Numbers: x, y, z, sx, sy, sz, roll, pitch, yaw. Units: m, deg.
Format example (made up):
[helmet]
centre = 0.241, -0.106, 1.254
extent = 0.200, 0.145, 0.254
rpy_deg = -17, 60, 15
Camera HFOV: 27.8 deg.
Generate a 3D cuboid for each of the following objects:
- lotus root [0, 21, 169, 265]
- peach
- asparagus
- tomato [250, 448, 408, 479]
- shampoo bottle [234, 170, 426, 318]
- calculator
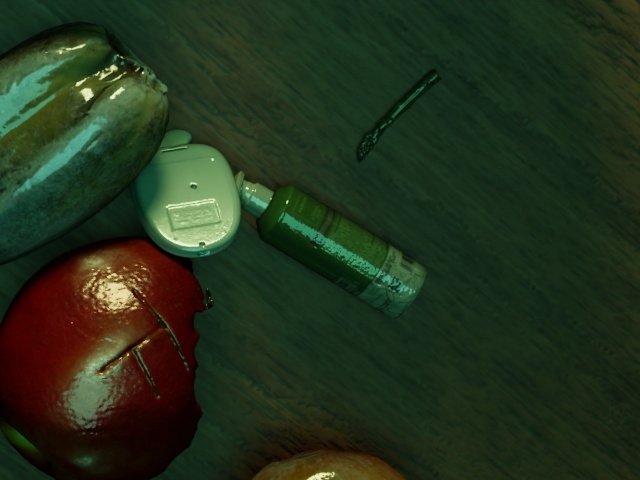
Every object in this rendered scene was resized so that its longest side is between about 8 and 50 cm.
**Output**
[lotus root]
centre = -0.279, -0.058, 1.128
extent = 0.322, 0.140, 0.158
rpy_deg = -37, 86, 0
[peach]
centre = -0.180, 0.104, 1.144
extent = 0.196, 0.190, 0.226
rpy_deg = 29, 63, 26
[asparagus]
centre = 0.073, -0.120, 1.238
extent = 0.114, 0.014, 0.015
rpy_deg = -45, 86, 0
[tomato]
centre = 0.003, 0.274, 1.208
extent = 0.214, 0.181, 0.155
rpy_deg = -16, 94, -10
[shampoo bottle]
centre = 0.000, 0.000, 1.219
extent = 0.204, 0.065, 0.065
rpy_deg = 31, 93, -12
[calculator]
centre = -0.123, -0.046, 1.163
extent = 0.095, 0.153, 0.021
rpy_deg = -10, 144, -14
